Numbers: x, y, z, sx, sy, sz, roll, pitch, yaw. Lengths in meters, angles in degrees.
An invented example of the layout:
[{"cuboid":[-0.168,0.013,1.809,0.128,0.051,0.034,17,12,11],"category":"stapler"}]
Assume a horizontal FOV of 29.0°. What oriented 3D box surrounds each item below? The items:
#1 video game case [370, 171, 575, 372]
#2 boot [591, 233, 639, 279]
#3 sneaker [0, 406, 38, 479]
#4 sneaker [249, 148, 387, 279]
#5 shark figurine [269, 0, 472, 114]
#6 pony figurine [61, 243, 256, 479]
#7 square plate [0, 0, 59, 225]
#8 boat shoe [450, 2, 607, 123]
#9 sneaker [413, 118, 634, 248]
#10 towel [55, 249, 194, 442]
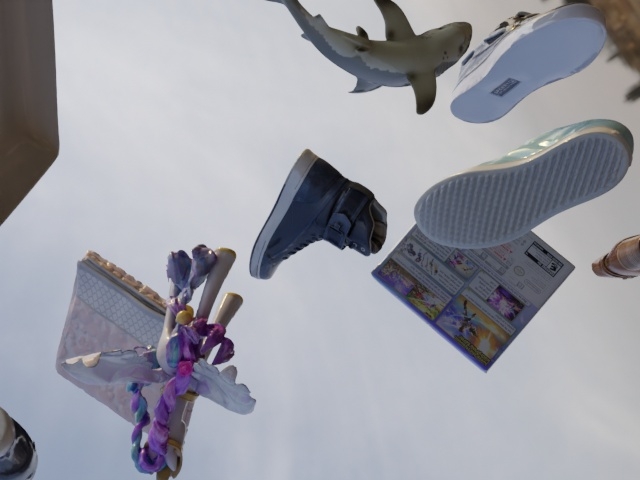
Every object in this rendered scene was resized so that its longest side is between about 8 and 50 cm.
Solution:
[{"cuboid":[0.269,0.057,2.195,0.269,0.244,0.061,41,175,11],"category":"video game case"},{"cuboid":[0.511,0.016,1.825,0.152,0.197,0.073,138,130,-70],"category":"boot"},{"cuboid":[-0.571,0.291,1.804,0.236,0.322,0.130,88,-164,-61],"category":"sneaker"},{"cuboid":[0.000,0.000,1.767,0.163,0.226,0.086,30,-146,3],"category":"sneaker"},{"cuboid":[0.038,-0.220,1.455,0.278,0.116,0.166,17,-117,-18],"category":"shark figurine"},{"cuboid":[-0.226,0.193,2.006,0.351,0.302,0.364,90,-168,-63],"category":"pony figurine"},{"cuboid":[-0.322,-0.183,1.154,0.347,0.049,0.344,-75,-12,-65],"category":"square plate"},{"cuboid":[0.275,-0.259,1.660,0.108,0.301,0.102,16,-114,-18],"category":"boat shoe"},{"cuboid":[0.328,-0.090,1.949,0.150,0.366,0.135,-40,-70,-60],"category":"sneaker"},{"cuboid":[-0.382,0.225,2.473,0.331,0.317,0.053,31,-146,21],"category":"towel"}]
